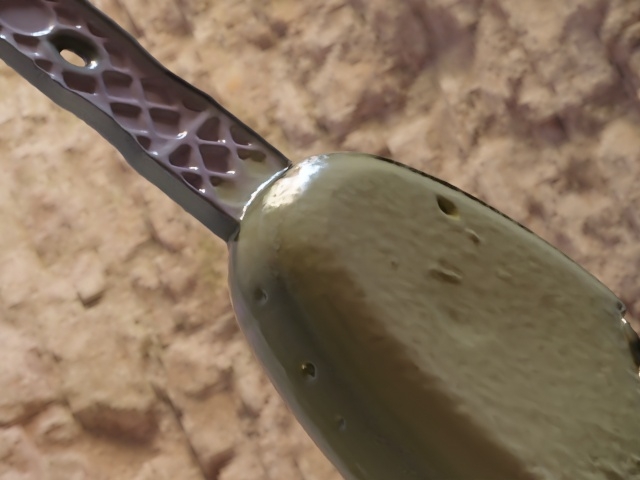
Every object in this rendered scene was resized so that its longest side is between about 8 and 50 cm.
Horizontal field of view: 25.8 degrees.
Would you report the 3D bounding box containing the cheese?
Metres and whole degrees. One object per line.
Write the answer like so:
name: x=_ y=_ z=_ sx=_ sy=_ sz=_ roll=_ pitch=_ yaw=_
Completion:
cheese: x=0.000 y=0.000 z=0.430 sx=0.255 sy=0.050 sz=0.127 roll=40 pitch=41 yaw=2
